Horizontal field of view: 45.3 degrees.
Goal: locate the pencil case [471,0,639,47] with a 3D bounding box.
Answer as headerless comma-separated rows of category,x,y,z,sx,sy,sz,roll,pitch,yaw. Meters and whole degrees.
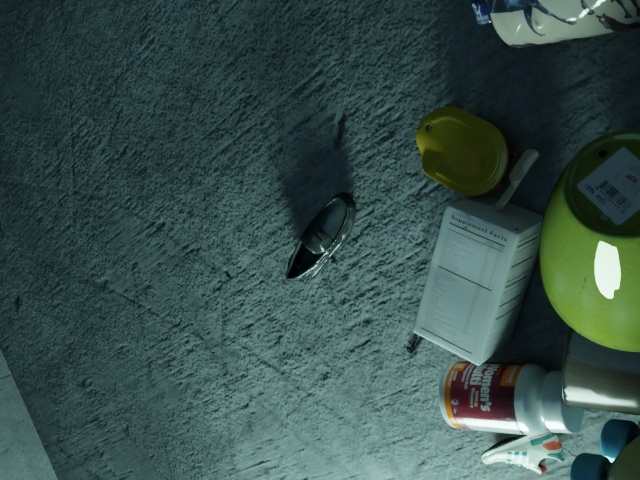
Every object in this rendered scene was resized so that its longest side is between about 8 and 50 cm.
pencil case,0.401,-0.364,1.003,0.410,0.183,0.159,4,69,50

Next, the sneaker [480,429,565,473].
sneaker,0.360,0.386,1.364,0.161,0.057,0.075,-35,74,36

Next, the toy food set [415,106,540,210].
toy food set,0.263,-0.141,1.287,0.218,0.071,0.128,35,115,31

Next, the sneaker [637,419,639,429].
sneaker,0.556,0.360,1.203,0.076,0.065,0.166,-18,92,36

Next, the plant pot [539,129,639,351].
plant pot,0.406,-0.017,1.000,0.275,0.293,0.274,-8,69,22

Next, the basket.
basket,0.498,0.186,1.147,0.227,0.154,0.204,12,113,31

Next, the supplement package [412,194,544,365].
supplement package,0.271,0.060,1.295,0.139,0.134,0.244,27,117,30

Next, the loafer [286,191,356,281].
loafer,0.000,0.000,1.527,0.076,0.078,0.223,45,125,20

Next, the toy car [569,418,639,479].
toy car,0.512,0.401,1.095,0.219,0.210,0.238,-6,103,44

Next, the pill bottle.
pill bottle,0.326,0.271,1.318,0.221,0.121,0.121,-5,99,39
